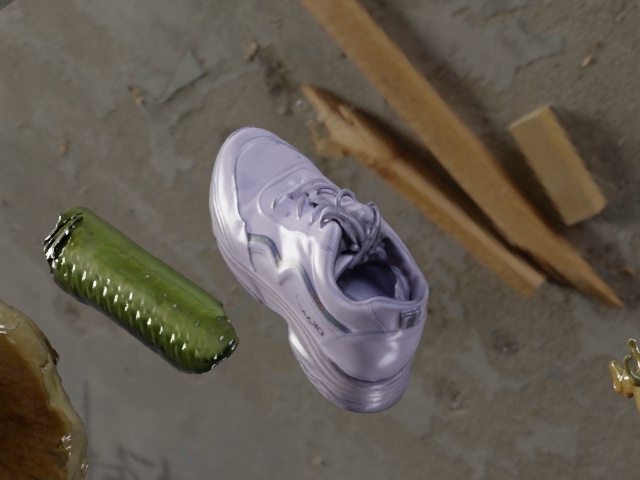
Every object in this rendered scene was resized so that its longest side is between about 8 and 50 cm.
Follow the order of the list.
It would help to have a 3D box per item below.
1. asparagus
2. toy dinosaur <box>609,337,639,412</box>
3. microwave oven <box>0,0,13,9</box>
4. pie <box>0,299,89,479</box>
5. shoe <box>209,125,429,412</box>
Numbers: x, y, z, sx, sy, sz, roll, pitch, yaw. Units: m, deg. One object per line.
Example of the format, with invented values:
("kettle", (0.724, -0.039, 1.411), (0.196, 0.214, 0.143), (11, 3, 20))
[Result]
("asparagus", (-0.227, 0.078, 1.668), (0.382, 0.108, 0.128), (31, 142, 35))
("toy dinosaur", (0.265, 0.139, 0.939), (0.126, 0.039, 0.162), (111, 140, -64))
("microwave oven", (-0.222, -0.201, 0.721), (0.129, 0.163, 0.205), (52, 164, -6))
("pie", (-0.229, 0.111, 0.773), (0.195, 0.046, 0.195), (0, 113, 1))
("shoe", (0.000, 0.000, 0.945), (0.245, 0.095, 0.137), (58, 150, 21))
